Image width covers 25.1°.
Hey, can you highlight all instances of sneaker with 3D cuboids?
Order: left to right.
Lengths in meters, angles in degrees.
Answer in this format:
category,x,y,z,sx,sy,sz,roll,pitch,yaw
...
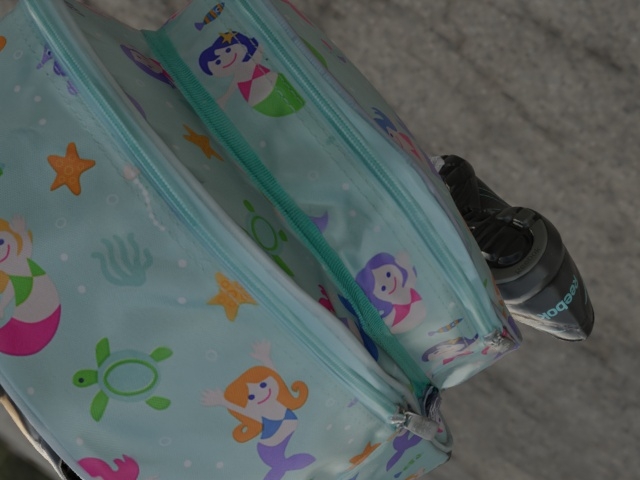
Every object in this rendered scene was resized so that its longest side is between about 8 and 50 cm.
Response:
category,x,y,z,sx,sy,sz,roll,pitch,yaw
sneaker,0.136,0.011,1.205,0.106,0.101,0.267,43,-178,-28

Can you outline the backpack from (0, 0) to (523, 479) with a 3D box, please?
category,x,y,z,sx,sy,sz,roll,pitch,yaw
backpack,-0.046,0.007,0.569,0.225,0.191,0.253,53,-170,24

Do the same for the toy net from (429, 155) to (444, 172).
category,x,y,z,sx,sy,sz,roll,pitch,yaw
toy net,0.000,0.000,1.134,0.045,0.232,0.122,50,-177,-24
